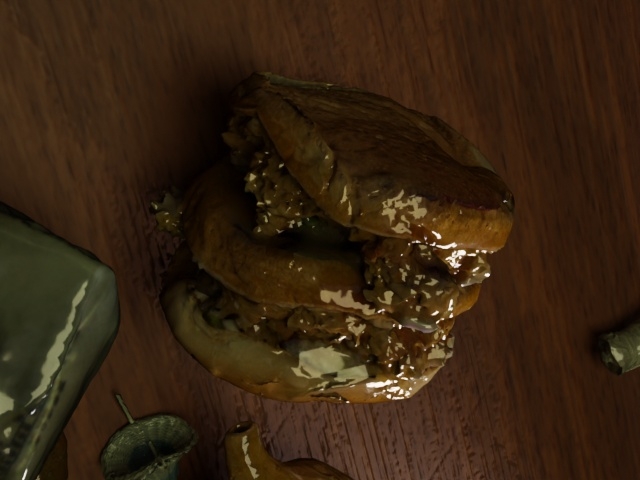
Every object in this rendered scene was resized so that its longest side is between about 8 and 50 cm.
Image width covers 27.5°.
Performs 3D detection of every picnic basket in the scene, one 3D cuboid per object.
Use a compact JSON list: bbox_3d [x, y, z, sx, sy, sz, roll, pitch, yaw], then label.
[{"bbox_3d":[-0.139,0.168,1.058,0.083,0.065,0.083,-24,128,-15],"label":"picnic basket"}]

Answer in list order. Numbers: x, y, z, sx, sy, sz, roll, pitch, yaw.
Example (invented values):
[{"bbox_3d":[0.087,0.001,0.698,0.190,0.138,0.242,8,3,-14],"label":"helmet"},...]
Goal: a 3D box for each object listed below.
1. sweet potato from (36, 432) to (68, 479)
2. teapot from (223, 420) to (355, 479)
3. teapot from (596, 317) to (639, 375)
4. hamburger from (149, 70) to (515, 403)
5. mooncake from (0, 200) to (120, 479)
[{"bbox_3d":[-0.230,0.165,1.013,0.067,0.067,0.274,-9,98,-24],"label":"sweet potato"},{"bbox_3d":[-0.054,0.280,1.082,0.203,0.167,0.311,-32,137,-43],"label":"teapot"},{"bbox_3d":[0.309,0.103,1.275,0.083,0.057,0.067,-17,138,-17],"label":"teapot"},{"bbox_3d":[0.003,-0.010,0.990,0.260,0.245,0.211,17,116,-6],"label":"hamburger"},{"bbox_3d":[-0.288,0.079,0.908,0.254,0.136,0.250,24,86,-5],"label":"mooncake"}]
